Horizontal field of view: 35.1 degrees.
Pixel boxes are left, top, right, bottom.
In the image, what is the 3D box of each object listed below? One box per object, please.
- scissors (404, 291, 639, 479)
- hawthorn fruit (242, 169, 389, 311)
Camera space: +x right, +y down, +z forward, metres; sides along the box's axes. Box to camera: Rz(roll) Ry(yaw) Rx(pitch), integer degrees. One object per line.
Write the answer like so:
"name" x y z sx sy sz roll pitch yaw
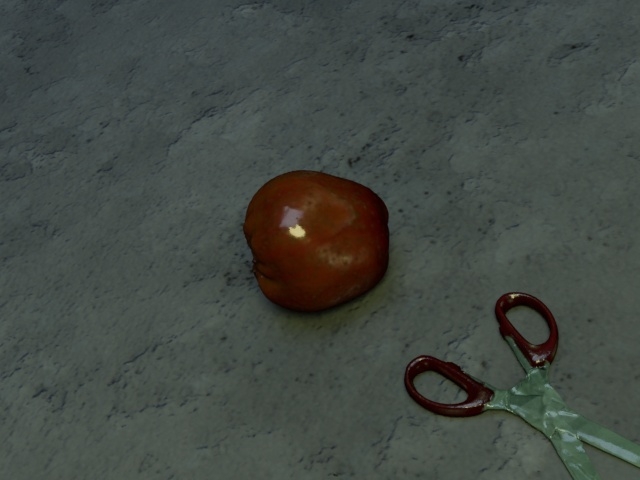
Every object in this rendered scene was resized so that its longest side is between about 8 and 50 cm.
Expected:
"scissors" 0.186 0.141 0.801 0.144 0.017 0.247 -33 45 -15
"hawthorn fruit" 0.000 0.000 0.934 0.138 0.133 0.133 -11 42 -6
